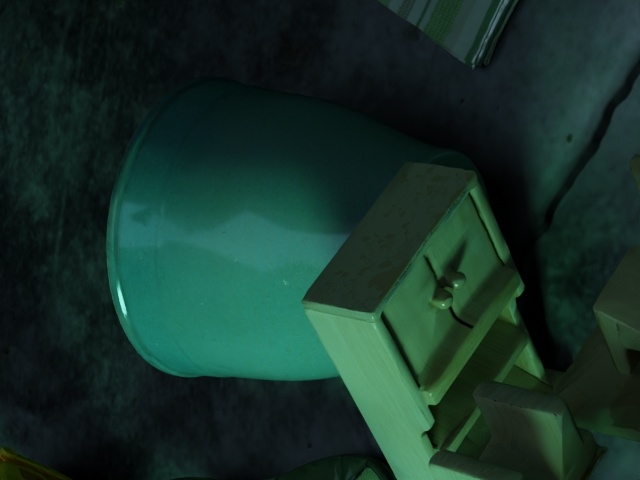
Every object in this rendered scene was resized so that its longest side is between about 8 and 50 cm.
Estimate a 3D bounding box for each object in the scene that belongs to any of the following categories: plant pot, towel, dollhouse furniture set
[{"bbox_3d":[0.000,0.000,1.494,0.255,0.271,0.272,7,93,32],"label":"plant pot"},{"bbox_3d":[0.118,-0.234,1.544,0.152,0.023,0.113,42,113,37],"label":"towel"},{"bbox_3d":[0.219,0.110,1.254,0.394,0.256,0.362,10,51,39],"label":"dollhouse furniture set"}]

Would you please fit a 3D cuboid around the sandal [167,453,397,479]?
[{"bbox_3d":[-0.051,0.276,1.640,0.303,0.086,0.120,-12,74,26],"label":"sandal"}]

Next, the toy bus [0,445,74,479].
[{"bbox_3d":[-0.276,0.312,1.790,0.149,0.220,0.211,-54,24,13],"label":"toy bus"}]
